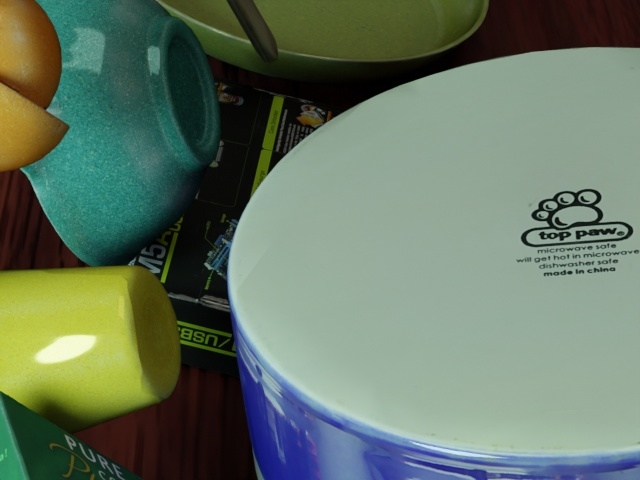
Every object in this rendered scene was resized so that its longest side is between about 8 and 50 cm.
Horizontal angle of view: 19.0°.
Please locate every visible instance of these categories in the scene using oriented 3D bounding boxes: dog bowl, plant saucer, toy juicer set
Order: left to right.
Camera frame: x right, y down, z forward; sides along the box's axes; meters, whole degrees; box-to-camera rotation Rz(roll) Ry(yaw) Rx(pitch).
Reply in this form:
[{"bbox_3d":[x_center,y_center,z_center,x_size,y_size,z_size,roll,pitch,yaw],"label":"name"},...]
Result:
[{"bbox_3d":[-0.106,-0.086,0.803,0.089,0.209,0.329,-11,31,17],"label":"toy juicer set"},{"bbox_3d":[-0.020,-0.158,1.141,0.241,0.037,0.241,10,35,-7],"label":"plant saucer"},{"bbox_3d":[0.099,0.034,0.737,0.265,0.104,0.265,-6,35,4],"label":"dog bowl"}]

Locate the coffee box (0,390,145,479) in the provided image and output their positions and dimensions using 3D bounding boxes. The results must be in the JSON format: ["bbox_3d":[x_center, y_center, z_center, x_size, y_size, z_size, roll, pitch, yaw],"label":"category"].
[{"bbox_3d":[-0.067,0.144,0.655,0.113,0.040,0.184,38,15,-45],"label":"coffee box"}]

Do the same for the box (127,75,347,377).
[{"bbox_3d":[0.000,0.000,0.926,0.184,0.045,0.191,12,36,-2],"label":"box"}]
